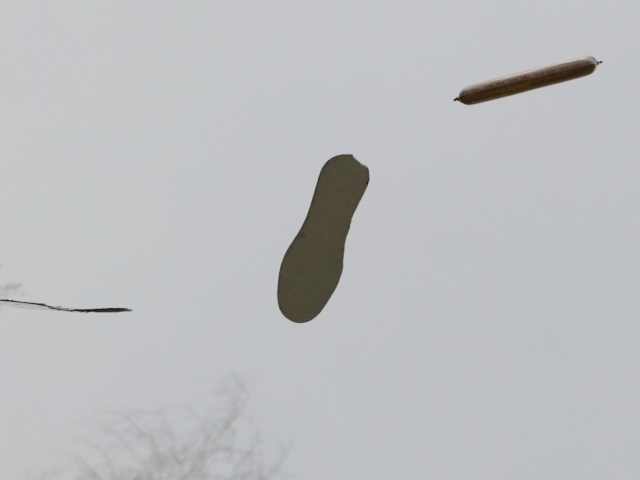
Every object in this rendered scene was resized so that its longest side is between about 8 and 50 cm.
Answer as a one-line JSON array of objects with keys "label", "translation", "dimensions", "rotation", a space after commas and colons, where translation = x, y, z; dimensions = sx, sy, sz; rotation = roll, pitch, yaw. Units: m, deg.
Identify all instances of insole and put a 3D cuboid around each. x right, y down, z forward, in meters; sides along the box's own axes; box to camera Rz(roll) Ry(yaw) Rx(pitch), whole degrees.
[{"label": "insole", "translation": [0.000, 0.000, 1.214], "dimensions": [0.065, 0.004, 0.197], "rotation": [11, -65, -15]}]

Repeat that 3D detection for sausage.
[{"label": "sausage", "translation": [0.137, -0.106, 0.795], "dimensions": [0.100, 0.015, 0.015], "rotation": [-13, -64, 10]}]

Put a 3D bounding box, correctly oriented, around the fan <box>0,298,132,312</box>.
[{"label": "fan", "translation": [-0.179, 0.045, 0.802], "dimensions": [0.133, 0.085, 0.005], "rotation": [2, -97, 29]}]
